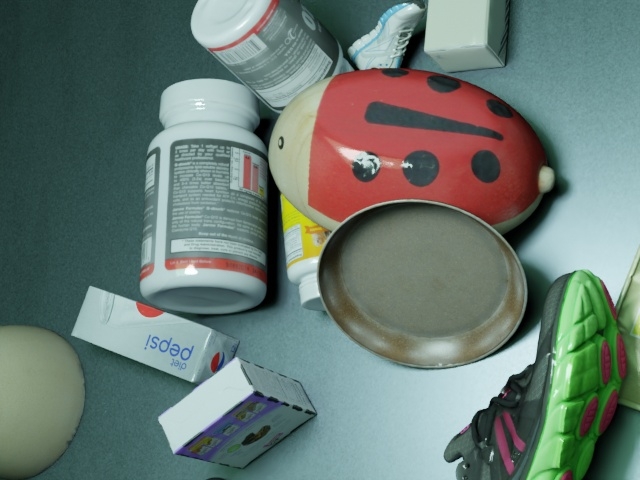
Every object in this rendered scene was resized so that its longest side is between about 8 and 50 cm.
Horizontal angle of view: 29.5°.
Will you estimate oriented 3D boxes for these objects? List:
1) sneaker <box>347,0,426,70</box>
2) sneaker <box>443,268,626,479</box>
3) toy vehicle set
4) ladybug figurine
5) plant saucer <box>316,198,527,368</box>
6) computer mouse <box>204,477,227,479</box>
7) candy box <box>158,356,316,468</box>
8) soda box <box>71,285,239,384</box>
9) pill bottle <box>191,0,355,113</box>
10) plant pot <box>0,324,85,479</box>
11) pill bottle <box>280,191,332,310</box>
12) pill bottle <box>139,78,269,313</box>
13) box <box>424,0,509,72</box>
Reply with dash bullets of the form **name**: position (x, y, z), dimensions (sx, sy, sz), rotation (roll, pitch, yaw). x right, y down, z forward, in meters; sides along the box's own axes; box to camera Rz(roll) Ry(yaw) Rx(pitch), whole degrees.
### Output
- **sneaker**: position (0.123, -0.326, 2.009), dimensions (0.191, 0.071, 0.083), rotation (-42, 66, 51)
- **sneaker**: position (0.273, 0.263, 1.664), dimensions (0.202, 0.185, 0.483), rotation (18, 91, 37)
- **toy vehicle set**: position (0.494, 0.116, 1.694), dimensions (0.166, 0.035, 0.267), rotation (20, 84, 33)
- **ladybug figurine**: position (0.133, -0.142, 1.847), dimensions (0.449, 0.162, 0.305), rotation (8, 61, 12)
- **plant saucer**: position (0.150, 0.058, 1.792), dimensions (0.311, 0.310, 0.050), rotation (-16, 29, 24)
- **computer mouse**: position (-0.162, 0.512, 1.920), dimensions (0.184, 0.060, 0.262), rotation (5, 77, 32)
- **candy box**: position (-0.127, 0.274, 1.897), dimensions (0.165, 0.196, 0.070), rotation (-38, 59, 13)
- **soda box**: position (-0.286, 0.166, 2.085), dimensions (0.286, 0.091, 0.098), rotation (17, 82, 32)
- **pill bottle**: position (-0.065, -0.309, 1.989), dimensions (0.161, 0.283, 0.161), rotation (-21, 50, 28)
- **plant pot**: position (-0.592, 0.273, 2.165), dimensions (0.284, 0.191, 0.284), rotation (-10, 69, 27)
- **pill bottle**: position (0.000, 0.000, 1.962), dimensions (0.117, 0.117, 0.215), rotation (-16, 67, 24)
- **pill bottle**: position (-0.190, -0.073, 2.039), dimensions (0.210, 0.210, 0.363), rotation (-9, 70, 27)
- **box**: position (0.245, -0.419, 1.976), dimensions (0.113, 0.094, 0.275), rotation (-1, 74, 29)
